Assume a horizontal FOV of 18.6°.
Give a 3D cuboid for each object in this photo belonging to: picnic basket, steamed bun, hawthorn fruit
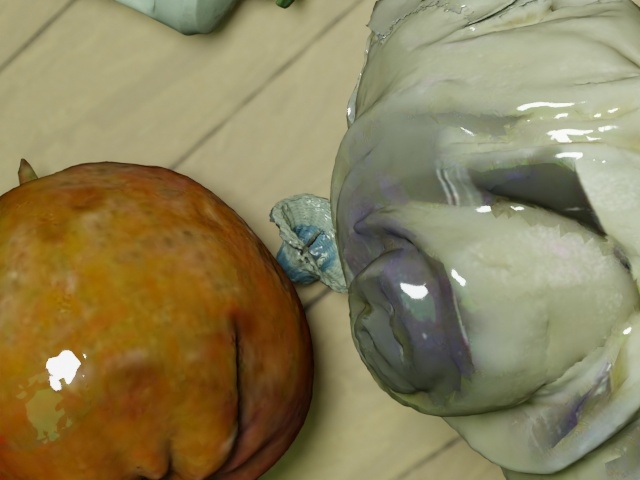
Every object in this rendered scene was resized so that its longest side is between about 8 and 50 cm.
[{"bbox_3d":[0.000,0.000,1.392,0.083,0.065,0.083,53,135,6],"label":"picnic basket"},{"bbox_3d":[0.129,0.017,1.202,0.394,0.237,0.347,47,136,17],"label":"steamed bun"},{"bbox_3d":[-0.160,0.058,1.378,0.277,0.277,0.298,-38,63,28],"label":"hawthorn fruit"}]

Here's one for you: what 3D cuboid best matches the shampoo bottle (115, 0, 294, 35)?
[{"bbox_3d":[-0.120,-0.213,1.363,0.234,0.087,0.118,22,110,16],"label":"shampoo bottle"}]
